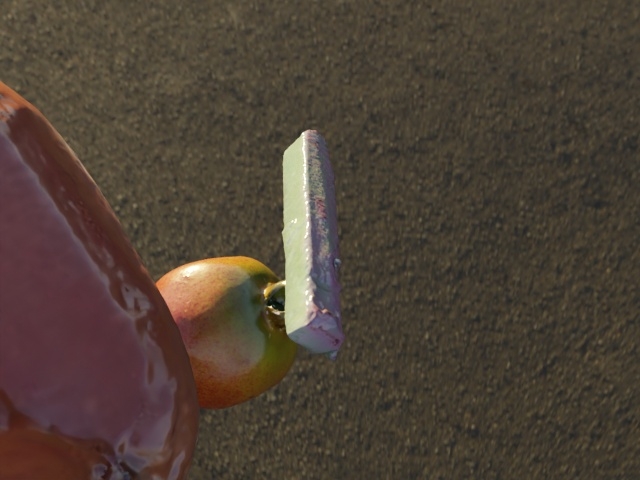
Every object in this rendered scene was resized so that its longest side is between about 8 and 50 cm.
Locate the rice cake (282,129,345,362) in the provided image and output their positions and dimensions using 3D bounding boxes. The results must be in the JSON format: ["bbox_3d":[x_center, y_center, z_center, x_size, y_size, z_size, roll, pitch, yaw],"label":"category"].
[{"bbox_3d":[-0.001,-0.001,1.022,0.051,0.081,0.290,-26,36,19],"label":"rice cake"}]

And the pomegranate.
[{"bbox_3d":[-0.122,0.121,1.437,0.257,0.221,0.220,-22,52,30],"label":"pomegranate"}]

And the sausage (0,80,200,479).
[{"bbox_3d":[-0.157,0.023,0.489,0.148,0.148,0.254,-28,92,-14],"label":"sausage"}]
